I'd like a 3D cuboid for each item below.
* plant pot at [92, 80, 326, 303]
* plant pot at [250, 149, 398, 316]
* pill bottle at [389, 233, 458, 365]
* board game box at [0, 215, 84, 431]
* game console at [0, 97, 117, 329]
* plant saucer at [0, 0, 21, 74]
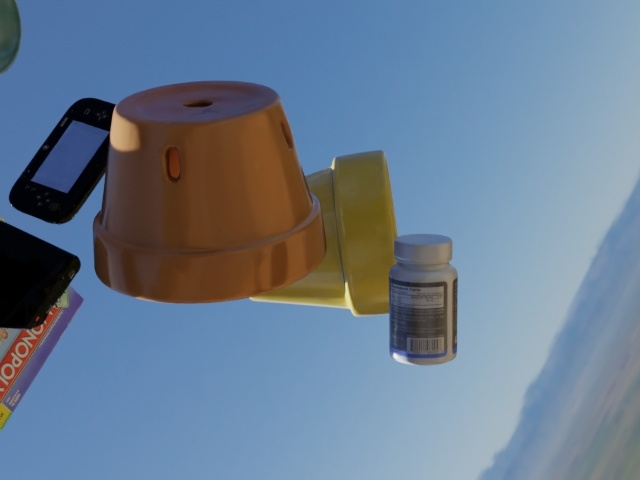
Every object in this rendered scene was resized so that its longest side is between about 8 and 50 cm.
[{"bbox_3d":[-0.141,-0.074,1.445,0.291,0.291,0.203,-41,-47,-58],"label":"plant pot"},{"bbox_3d":[0.000,0.000,1.841,0.254,0.239,0.254,-8,-90,-84],"label":"plant pot"},{"bbox_3d":[0.115,0.065,1.331,0.078,0.078,0.137,-28,-61,-68],"label":"pill bottle"},{"bbox_3d":[-0.517,0.142,1.815,0.213,0.046,0.317,50,-134,-28],"label":"board game box"},{"bbox_3d":[-0.387,-0.053,1.584,0.361,0.213,0.044,-60,-15,-25],"label":"game console"},{"bbox_3d":[-0.338,-0.215,1.141,0.119,0.021,0.119,20,-113,-58],"label":"plant saucer"}]
